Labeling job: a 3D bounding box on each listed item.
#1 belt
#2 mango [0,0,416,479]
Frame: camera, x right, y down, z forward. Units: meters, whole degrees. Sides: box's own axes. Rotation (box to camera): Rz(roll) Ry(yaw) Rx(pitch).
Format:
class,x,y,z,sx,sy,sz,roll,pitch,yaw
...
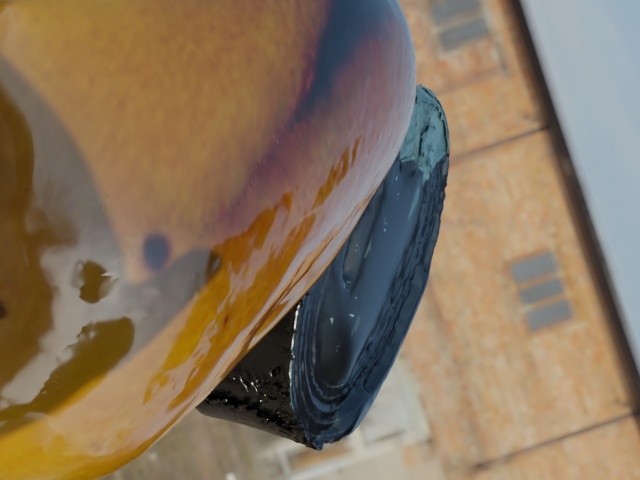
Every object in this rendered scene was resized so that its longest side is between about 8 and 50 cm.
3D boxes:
class,x,y,z,sx,sy,sz,roll,pitch,yaw
belt,0.000,0.000,0.891,0.198,0.078,0.151,-63,154,-28
mango,-0.072,-0.024,0.568,0.153,0.201,0.287,33,29,7
